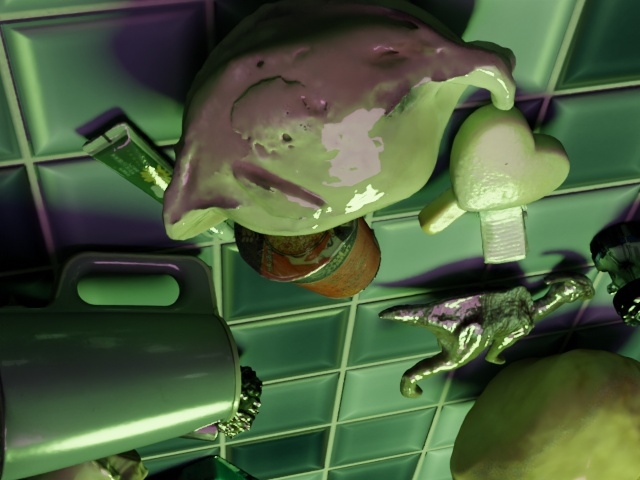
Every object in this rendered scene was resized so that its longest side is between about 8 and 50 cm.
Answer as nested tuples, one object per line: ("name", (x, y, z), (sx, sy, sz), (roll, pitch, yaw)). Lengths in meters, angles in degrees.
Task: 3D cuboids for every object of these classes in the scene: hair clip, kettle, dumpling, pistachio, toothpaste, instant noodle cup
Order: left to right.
("kettle", (-0.214, 0.114, 1.026), (0.243, 0.211, 0.160), (-6, 165, -27))
("toothpaste", (-0.141, -0.049, 0.968), (0.049, 0.031, 0.204), (-29, 142, 16))
("instant noodle cup", (-0.002, -0.001, 1.025), (0.127, 0.127, 0.135), (-26, 153, 14))
("dumpling", (0.009, -0.112, 0.864), (0.318, 0.187, 0.243), (-23, -174, 24))
("hair clip", (0.176, -0.054, 1.063), (0.159, 0.071, 0.218), (-15, 142, 3))
("pistachio", (0.334, 0.280, 1.444), (0.321, 0.238, 0.229), (-35, 139, 2))

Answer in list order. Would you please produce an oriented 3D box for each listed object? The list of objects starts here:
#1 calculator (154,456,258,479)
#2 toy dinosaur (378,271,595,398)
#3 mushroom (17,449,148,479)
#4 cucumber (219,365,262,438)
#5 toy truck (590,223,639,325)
("calculator", (-0.220, 0.437, 1.601), (0.274, 0.058, 0.248), (-23, 146, 9))
("toy dinosaur", (0.206, 0.102, 1.287), (0.294, 0.077, 0.162), (-18, 144, -23))
("mushroom", (-0.354, 0.356, 1.302), (0.297, 0.297, 0.290), (25, 92, -44))
("cucumber", (-0.227, 0.147, 1.166), (0.359, 0.096, 0.096), (24, 130, -40))
("toy truck", (0.440, 0.014, 1.216), (0.208, 0.113, 0.126), (-37, 141, 30))
